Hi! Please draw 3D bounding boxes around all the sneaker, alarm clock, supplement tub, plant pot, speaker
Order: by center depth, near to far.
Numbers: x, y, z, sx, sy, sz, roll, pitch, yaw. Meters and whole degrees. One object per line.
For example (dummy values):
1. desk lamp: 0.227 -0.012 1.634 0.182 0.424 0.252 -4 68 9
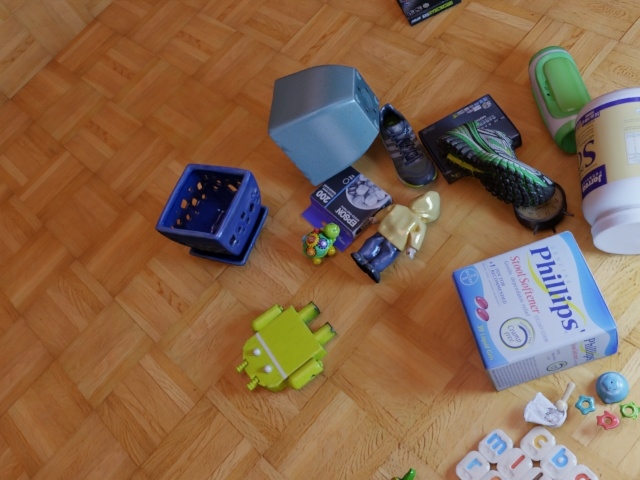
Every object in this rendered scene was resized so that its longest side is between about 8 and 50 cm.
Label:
1. supplement tub: 0.724 -0.157 1.615 0.240 0.241 0.332 -5 66 21
2. sneaker: 0.459 -0.212 1.776 0.146 0.134 0.343 -38 54 -15
3. alarm clock: 0.551 -0.104 1.781 0.129 0.064 0.192 -26 56 7
4. speaker: 0.650 -0.381 1.871 0.131 0.131 0.297 -16 55 14
5. sneaker: 0.233 -0.269 1.986 0.111 0.121 0.300 -31 53 4
6. plant pot: 0.029 -0.357 2.001 0.252 0.247 0.248 -21 44 27
7. plant pot: -0.297 -0.065 2.035 0.235 0.212 0.236 10 64 28

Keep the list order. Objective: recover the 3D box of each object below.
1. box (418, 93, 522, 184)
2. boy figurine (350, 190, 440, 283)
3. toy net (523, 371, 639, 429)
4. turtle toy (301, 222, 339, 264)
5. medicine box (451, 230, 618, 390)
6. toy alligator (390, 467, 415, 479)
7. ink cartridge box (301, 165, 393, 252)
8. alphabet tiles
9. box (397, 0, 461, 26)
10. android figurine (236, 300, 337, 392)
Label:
1. box: 0.416 -0.286 1.955 0.232 0.059 0.183 -28 54 5
2. boy figurine: 0.207 -0.028 1.869 0.285 0.092 0.177 -46 53 -9
3. toy net: 0.558 0.364 1.505 0.232 0.045 0.122 -22 56 12
4. turtle toy: 0.000 0.000 1.948 0.130 0.066 0.095 -34 55 11
5. medicine box: 0.484 0.161 1.595 0.289 0.149 0.264 -21 54 11
6. toy alligator: 0.153 0.587 1.540 0.190 0.056 0.051 -59 15 -16
7. ink cartridge box: 0.068 -0.100 2.003 0.208 0.045 0.206 -45 53 -5
8. alphabet tiles: 0.426 0.540 1.465 0.278 0.021 0.284 -43 53 -5
9. box: 0.349 -0.820 2.323 0.184 0.045 0.191 -25 54 11
10. android figurine: -0.097 0.283 1.833 0.272 0.056 0.248 -36 53 -3
